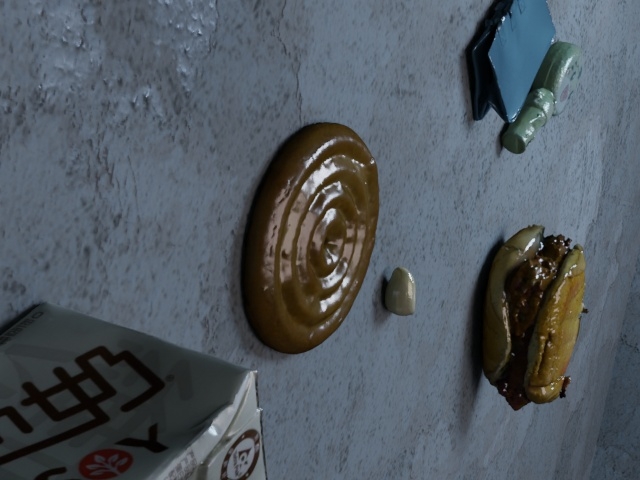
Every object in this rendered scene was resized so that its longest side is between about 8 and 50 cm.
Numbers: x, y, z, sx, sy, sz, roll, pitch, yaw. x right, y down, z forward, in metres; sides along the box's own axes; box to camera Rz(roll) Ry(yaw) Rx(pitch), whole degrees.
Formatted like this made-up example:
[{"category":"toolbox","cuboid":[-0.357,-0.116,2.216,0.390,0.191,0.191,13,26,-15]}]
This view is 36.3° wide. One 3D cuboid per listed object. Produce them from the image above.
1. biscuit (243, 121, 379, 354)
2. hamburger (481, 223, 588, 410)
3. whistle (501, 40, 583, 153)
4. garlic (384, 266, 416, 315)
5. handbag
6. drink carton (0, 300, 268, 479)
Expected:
[{"category":"biscuit","cuboid":[0.001,0.000,1.052,0.262,0.037,0.262,-33,129,-53]},{"category":"hamburger","cuboid":[0.357,0.127,1.659,0.282,0.155,0.245,-64,147,-17]},{"category":"whistle","cuboid":[0.372,-0.241,1.627,0.258,0.067,0.126,-53,151,-31]},{"category":"garlic","cuboid":[0.108,0.073,1.287,0.083,0.041,0.053,58,37,-64]},{"category":"handbag","cuboid":[0.284,-0.291,1.447,0.221,0.057,0.144,-57,143,-34]},{"category":"drink carton","cuboid":[-0.194,0.187,0.589,0.324,0.194,0.132,-45,141,-47]}]
